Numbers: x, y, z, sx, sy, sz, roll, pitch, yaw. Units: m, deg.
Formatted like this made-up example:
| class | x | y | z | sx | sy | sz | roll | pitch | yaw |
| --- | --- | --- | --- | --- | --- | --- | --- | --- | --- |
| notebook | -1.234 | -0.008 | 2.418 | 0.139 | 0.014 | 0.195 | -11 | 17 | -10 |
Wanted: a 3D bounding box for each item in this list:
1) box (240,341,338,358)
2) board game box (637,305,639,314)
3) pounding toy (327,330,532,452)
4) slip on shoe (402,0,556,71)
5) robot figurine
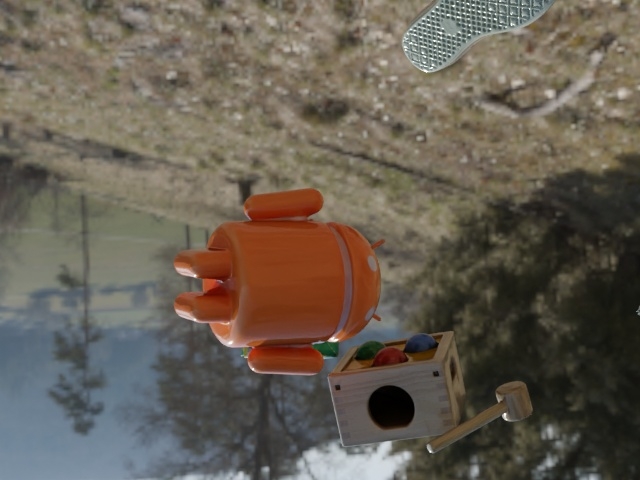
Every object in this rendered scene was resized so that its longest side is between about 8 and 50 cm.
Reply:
| class | x | y | z | sx | sy | sz | roll | pitch | yaw |
| --- | --- | --- | --- | --- | --- | --- | --- | --- | --- |
| box | -0.041 | 0.087 | 1.214 | 0.043 | 0.105 | 0.179 | 8 | 170 | -33 |
| board game box | 0.375 | -0.049 | 1.032 | 0.030 | 0.260 | 0.136 | 20 | 175 | 12 |
| pounding toy | 0.119 | 0.156 | 1.124 | 0.206 | 0.094 | 0.181 | -10 | -174 | 15 |
| slip on shoe | 0.245 | -0.353 | 1.518 | 0.101 | 0.123 | 0.331 | -44 | -171 | -32 |
| robot figurine | -0.033 | 0.040 | 1.039 | 0.219 | 0.158 | 0.128 | 0 | 143 | -25 |
